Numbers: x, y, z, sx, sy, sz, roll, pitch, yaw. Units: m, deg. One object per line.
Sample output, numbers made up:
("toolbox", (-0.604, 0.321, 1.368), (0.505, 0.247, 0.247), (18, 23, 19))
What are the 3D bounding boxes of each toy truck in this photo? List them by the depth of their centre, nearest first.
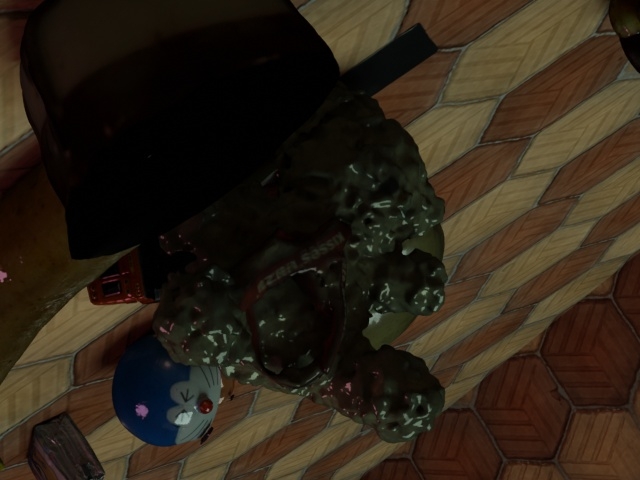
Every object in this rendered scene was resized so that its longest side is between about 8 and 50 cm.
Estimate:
("toy truck", (-0.160, 0.018, 1.980), (0.114, 0.107, 0.253), (-14, 175, 32))

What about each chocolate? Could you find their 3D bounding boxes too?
("chocolate", (-0.142, -0.135, 1.441), (0.283, 0.186, 0.283), (-37, 171, -7))

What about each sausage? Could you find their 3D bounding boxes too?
("sausage", (-0.291, 0.021, 1.722), (0.501, 0.136, 0.123), (-43, 179, 29))

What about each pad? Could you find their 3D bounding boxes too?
("pad", (0.047, -0.181, 1.970), (0.193, 0.004, 0.116), (-34, 164, 6))

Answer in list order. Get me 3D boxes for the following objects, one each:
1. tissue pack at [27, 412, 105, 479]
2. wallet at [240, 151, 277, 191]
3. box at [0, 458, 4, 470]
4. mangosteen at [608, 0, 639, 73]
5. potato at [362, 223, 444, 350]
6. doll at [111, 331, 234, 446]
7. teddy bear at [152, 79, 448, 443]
("tissue pack", (-0.377, 0.336, 2.510), (0.065, 0.115, 0.155), (-27, 162, -26))
("wallet", (-0.113, -0.087, 1.906), (0.110, 0.031, 0.198), (-38, 162, 22))
("box", (-0.525, 0.305, 2.285), (0.153, 0.041, 0.279), (-29, 163, -7))
("mangosteen", (0.449, -0.286, 2.117), (0.194, 0.194, 0.230), (-39, 133, 25))
("potato", (0.032, 0.034, 2.184), (0.243, 0.221, 0.326), (-35, 157, -27))
("doll", (-0.192, 0.206, 2.400), (0.215, 0.161, 0.257), (-66, 165, 14))
("teddy bear", (0.000, 0.000, 1.850), (0.224, 0.357, 0.367), (1, -111, 65))
